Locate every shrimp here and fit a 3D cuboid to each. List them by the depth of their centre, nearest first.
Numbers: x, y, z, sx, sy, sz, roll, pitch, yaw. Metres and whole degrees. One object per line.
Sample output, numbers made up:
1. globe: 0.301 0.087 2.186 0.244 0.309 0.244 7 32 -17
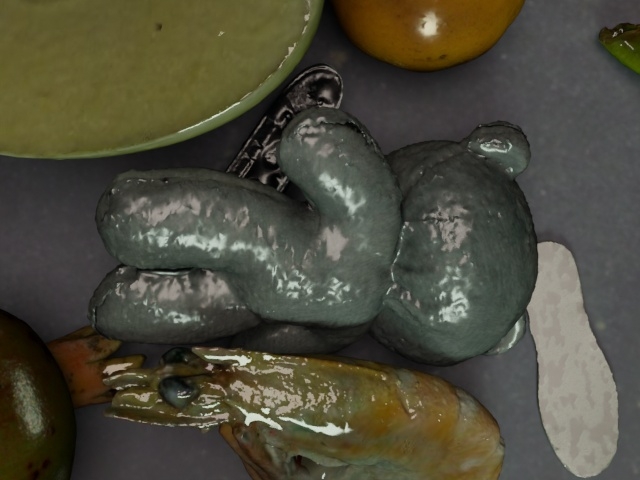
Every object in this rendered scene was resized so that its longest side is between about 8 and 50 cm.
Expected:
1. shrimp: -0.011 0.150 0.818 0.317 0.077 0.168 15 121 -16

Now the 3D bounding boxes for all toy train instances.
1. toy train: -0.056 -0.039 0.883 0.052 0.051 0.234 34 87 1

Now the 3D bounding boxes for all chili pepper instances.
1. chili pepper: 0.300 -0.098 0.893 0.052 0.050 0.202 -26 84 -36

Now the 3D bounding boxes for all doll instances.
1. doll: 0.001 -0.004 0.824 0.340 0.158 0.246 0 126 -8

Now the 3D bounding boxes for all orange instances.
1. orange: 0.080 -0.201 0.852 0.159 0.136 0.159 1 68 -3

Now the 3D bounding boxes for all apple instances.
1. apple: -0.177 -0.238 0.785 0.360 0.320 0.312 -7 126 11

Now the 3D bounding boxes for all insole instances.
1. insole: 0.200 0.096 0.899 0.065 0.006 0.193 -13 86 0

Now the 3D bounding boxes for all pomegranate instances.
1. pomegranate: -0.244 0.137 0.811 0.246 0.198 0.198 1 86 -19
